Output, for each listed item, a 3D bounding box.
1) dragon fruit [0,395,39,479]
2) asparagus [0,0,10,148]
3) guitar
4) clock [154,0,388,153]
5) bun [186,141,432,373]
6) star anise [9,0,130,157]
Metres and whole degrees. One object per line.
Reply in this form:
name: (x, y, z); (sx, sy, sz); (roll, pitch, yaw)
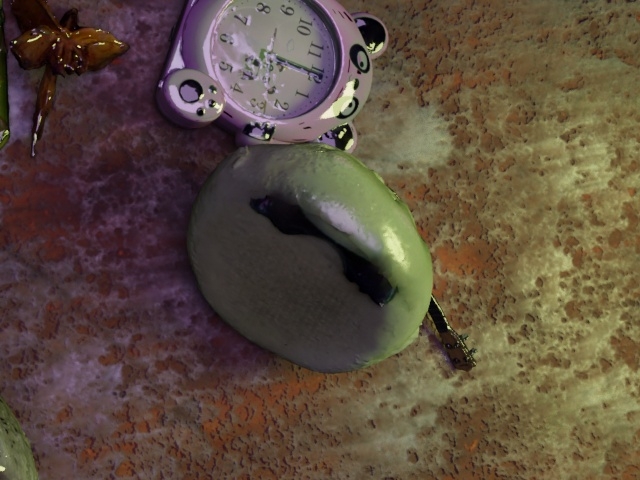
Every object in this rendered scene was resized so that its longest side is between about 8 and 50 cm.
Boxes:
dragon fruit: (-0.418, 0.241, 1.474); (0.283, 0.221, 0.204); (-40, 135, 20)
asparagus: (-0.368, -0.204, 1.602); (0.027, 0.034, 0.236); (-2, 85, -8)
guitar: (0.119, 0.046, 1.717); (0.038, 0.084, 0.271); (-43, 107, -30)
clock: (-0.055, -0.213, 1.668); (0.247, 0.090, 0.228); (20, 82, -16)
bun: (0.000, 0.000, 1.602); (0.293, 0.293, 0.187); (46, 47, -9)
star anise: (-0.314, -0.196, 1.614); (0.158, 0.144, 0.140); (25, 36, -20)
